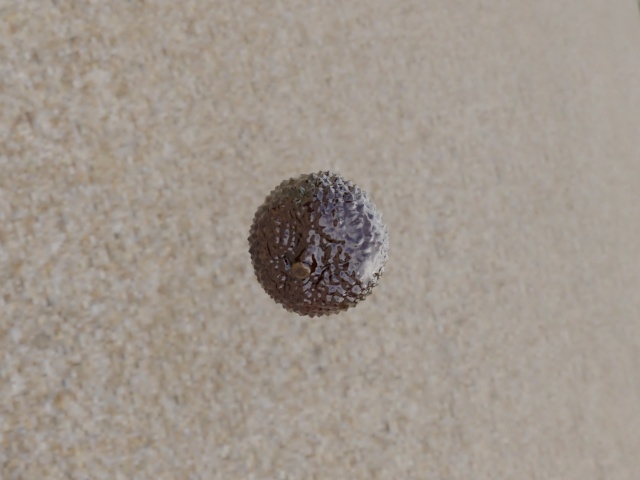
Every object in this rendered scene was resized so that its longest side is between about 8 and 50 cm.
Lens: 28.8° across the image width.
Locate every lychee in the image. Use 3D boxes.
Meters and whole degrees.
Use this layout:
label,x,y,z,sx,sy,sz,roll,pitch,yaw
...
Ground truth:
label,x,y,z,sx,sy,sz,roll,pitch,yaw
lychee,0.000,0.000,2.006,0.271,0.235,0.236,-75,146,-67
